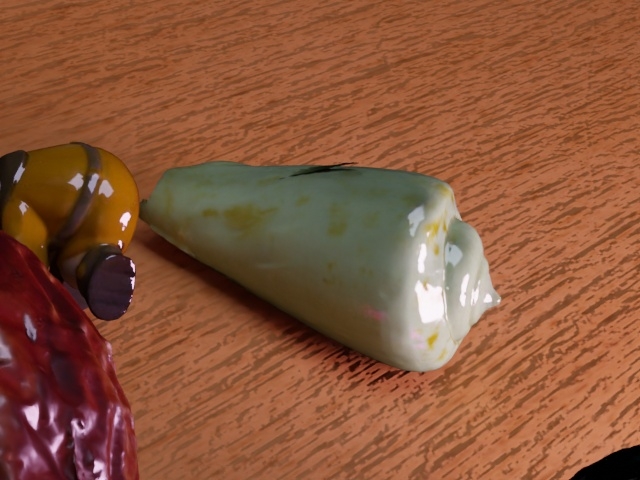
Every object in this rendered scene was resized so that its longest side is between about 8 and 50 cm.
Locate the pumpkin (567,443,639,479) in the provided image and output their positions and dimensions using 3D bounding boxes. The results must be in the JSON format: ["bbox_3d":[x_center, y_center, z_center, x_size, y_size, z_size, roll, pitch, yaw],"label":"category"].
[{"bbox_3d":[0.227,0.216,1.144,0.233,0.163,0.233,19,28,-11],"label":"pumpkin"}]

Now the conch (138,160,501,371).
[{"bbox_3d":[0.011,0.004,1.417,0.250,0.137,0.143,17,51,30],"label":"conch"}]

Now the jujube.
[{"bbox_3d":[-0.187,0.114,1.007,0.197,0.197,0.290,0,51,-35],"label":"jujube"}]

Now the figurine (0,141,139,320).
[{"bbox_3d":[-0.241,-0.039,1.240,0.256,0.167,0.192,9,18,-28],"label":"figurine"}]
